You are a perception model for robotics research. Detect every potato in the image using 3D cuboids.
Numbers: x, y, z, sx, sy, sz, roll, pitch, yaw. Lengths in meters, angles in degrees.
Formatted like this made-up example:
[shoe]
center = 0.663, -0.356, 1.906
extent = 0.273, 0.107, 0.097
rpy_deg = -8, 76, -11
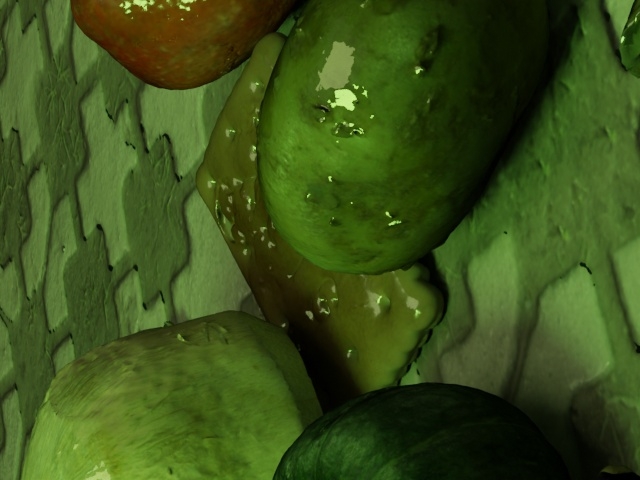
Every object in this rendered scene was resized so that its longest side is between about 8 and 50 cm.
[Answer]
[potato]
center = 0.052, -0.095, 1.199
extent = 0.173, 0.210, 0.307
rpy_deg = 29, 136, 10

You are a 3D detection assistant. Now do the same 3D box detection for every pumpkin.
[pumpkin]
center = 0.069, 0.246, 1.165
extent = 0.300, 0.207, 0.300
rpy_deg = -14, 73, 54

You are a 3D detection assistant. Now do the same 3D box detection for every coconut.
[coconut]
center = -0.120, 0.220, 1.405
extent = 0.297, 0.254, 0.297
rpy_deg = 165, 90, -80

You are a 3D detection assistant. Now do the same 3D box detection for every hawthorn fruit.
[hawthorn fruit]
center = -0.101, -0.260, 1.475
extent = 0.299, 0.211, 0.211
rpy_deg = -30, 64, 43

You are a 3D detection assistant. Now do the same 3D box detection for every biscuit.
[biscuit]
center = -0.015, -0.002, 1.442
extent = 0.325, 0.044, 0.217
rpy_deg = 61, 144, 28

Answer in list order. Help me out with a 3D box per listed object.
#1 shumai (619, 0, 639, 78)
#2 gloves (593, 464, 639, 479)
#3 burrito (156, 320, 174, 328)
[shumai]
center = 0.287, -0.121, 0.772
extent = 0.218, 0.189, 0.256
rpy_deg = 10, 61, 51
[gloves]
center = 0.233, 0.238, 0.953
extent = 0.197, 0.152, 0.301
rpy_deg = -49, 28, 15
[burrito]
center = -0.130, 0.135, 1.692
extent = 0.041, 0.045, 0.185
rpy_deg = -50, 34, 1
